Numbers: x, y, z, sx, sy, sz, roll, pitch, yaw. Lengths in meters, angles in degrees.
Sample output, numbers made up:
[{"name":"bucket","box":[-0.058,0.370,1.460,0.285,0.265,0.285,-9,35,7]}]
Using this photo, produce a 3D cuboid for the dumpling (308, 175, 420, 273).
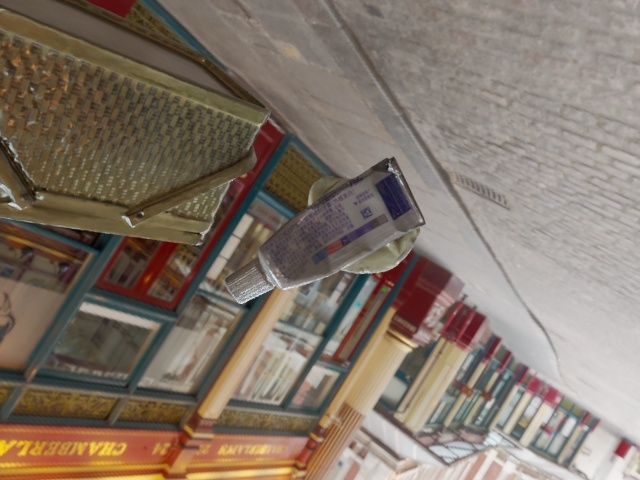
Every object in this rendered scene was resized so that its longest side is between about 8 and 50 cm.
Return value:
[{"name":"dumpling","box":[0.046,-0.018,0.818,0.169,0.134,0.100,33,166,-1]}]

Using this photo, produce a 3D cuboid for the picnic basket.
[{"name":"picnic basket","box":[-0.190,-0.108,0.455,0.266,0.139,0.165,11,-154,-45]}]

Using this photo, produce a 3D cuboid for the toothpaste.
[{"name":"toothpaste","box":[-0.001,-0.001,0.756,0.068,0.282,0.099,60,-179,39]}]
